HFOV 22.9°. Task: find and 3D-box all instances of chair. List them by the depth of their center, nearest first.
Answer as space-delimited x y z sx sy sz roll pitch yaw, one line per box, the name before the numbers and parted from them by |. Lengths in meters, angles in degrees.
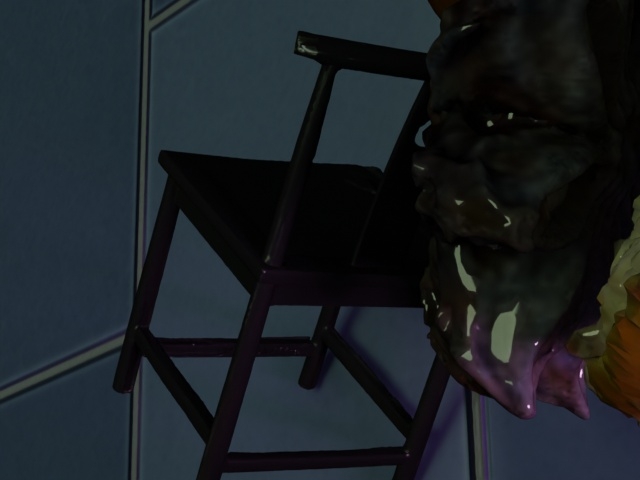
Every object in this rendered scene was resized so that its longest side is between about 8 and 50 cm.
chair | 0.000 0.000 0.833 0.141 0.154 0.260 46 125 49

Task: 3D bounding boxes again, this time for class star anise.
star anise | 0.097 -0.046 0.693 0.109 0.223 0.236 16 90 31

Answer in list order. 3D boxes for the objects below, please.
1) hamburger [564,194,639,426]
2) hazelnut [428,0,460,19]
hamburger | 0.248 -0.062 0.443 0.445 0.287 0.268 100 -166 -55
hazelnut | 0.121 -0.158 0.794 0.154 0.143 0.143 -36 48 15
